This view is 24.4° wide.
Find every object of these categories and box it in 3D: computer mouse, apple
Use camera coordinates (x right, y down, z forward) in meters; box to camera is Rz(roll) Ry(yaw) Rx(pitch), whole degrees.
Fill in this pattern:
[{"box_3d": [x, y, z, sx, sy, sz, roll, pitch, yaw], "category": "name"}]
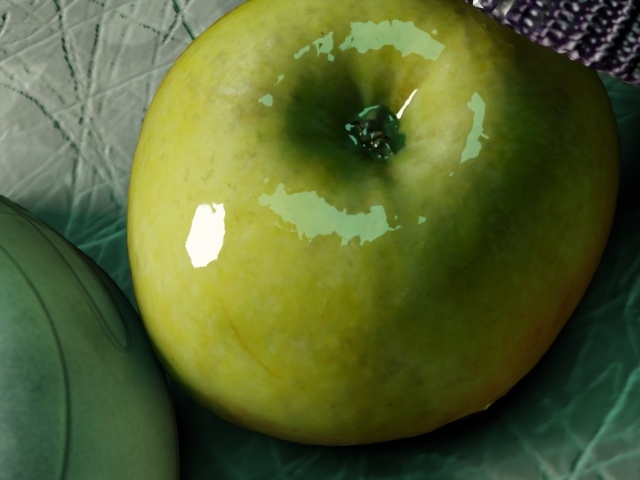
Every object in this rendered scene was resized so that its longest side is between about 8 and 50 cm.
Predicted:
[{"box_3d": [-0.188, 0.034, 0.794, 0.371, 0.188, 0.122, 40, 95, 35], "category": "computer mouse"}, {"box_3d": [0.021, -0.021, 0.750, 0.261, 0.194, 0.261, -3, 66, 6], "category": "apple"}]

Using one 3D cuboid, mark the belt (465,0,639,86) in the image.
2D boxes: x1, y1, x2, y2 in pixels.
[{"box_3d": [0.152, -0.169, 0.743, 0.260, 0.325, 0.122, 30, 113, 8], "category": "belt"}]
